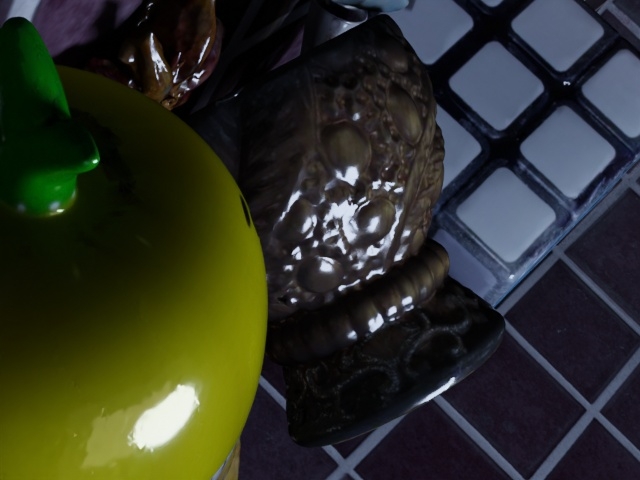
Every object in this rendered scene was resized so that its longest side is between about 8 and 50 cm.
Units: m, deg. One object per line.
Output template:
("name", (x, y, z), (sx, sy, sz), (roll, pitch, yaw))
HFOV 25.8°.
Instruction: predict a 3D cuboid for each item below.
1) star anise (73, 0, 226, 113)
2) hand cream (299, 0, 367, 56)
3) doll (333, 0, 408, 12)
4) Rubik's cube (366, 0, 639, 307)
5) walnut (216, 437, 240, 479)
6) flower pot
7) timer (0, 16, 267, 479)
("star anise", (-0.121, -0.104, 0.924), (0.168, 0.057, 0.168), (-45, 172, -8))
("hand cream", (-0.034, -0.146, 1.239), (0.257, 0.050, 0.084), (-46, 176, 33))
("doll", (0.027, -0.215, 0.953), (0.316, 0.103, 0.146), (-17, 133, -57))
("Rubik's cube", (0.150, -0.102, 1.506), (0.301, 0.304, 0.305), (-43, 171, -19))
("walnut", (-0.207, 0.154, 1.007), (0.306, 0.306, 0.344), (-41, 165, -32))
("flower pot", (0.000, 0.000, 1.084), (0.266, 0.267, 0.266), (-27, -174, 3))
("timer", (-0.146, 0.008, 0.672), (0.285, 0.285, 0.285), (-44, 173, -7))
